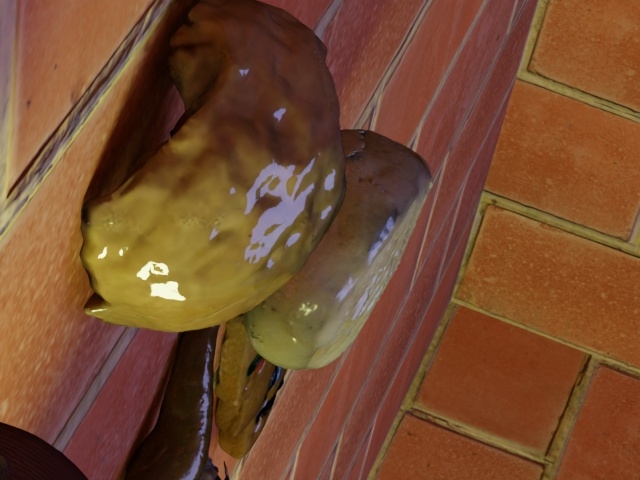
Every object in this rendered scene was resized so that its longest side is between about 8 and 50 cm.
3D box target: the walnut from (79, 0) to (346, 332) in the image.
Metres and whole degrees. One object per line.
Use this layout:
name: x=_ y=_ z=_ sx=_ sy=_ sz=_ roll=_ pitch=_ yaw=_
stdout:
walnut: x=-0.064 y=-0.032 z=1.326 sx=0.204 sy=0.141 sz=0.238 roll=-47 pitch=154 yaw=-57

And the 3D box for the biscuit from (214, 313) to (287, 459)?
biscuit: x=-0.052 y=0.096 z=2.011 sx=0.301 sy=0.043 sz=0.278 roll=10 pitch=100 yaw=-81

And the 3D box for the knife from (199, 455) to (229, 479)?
knife: x=-0.152 y=0.270 z=1.826 sx=0.365 sy=0.043 sz=0.089 roll=-25 pitch=102 yaw=-75

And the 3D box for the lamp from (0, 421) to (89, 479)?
lamp: x=-0.182 y=0.182 z=0.936 sx=0.258 sy=0.180 sz=0.180 roll=-44 pitch=154 yaw=-67

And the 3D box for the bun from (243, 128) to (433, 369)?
bun: x=0.000 y=0.000 z=1.789 sx=0.239 sy=0.141 sz=0.239 roll=-61 pitch=173 yaw=-13

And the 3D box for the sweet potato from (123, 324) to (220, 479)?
sweet potato: x=-0.122 y=0.161 z=1.696 sx=0.069 sy=0.059 sz=0.249 roll=53 pitch=53 yaw=-66
